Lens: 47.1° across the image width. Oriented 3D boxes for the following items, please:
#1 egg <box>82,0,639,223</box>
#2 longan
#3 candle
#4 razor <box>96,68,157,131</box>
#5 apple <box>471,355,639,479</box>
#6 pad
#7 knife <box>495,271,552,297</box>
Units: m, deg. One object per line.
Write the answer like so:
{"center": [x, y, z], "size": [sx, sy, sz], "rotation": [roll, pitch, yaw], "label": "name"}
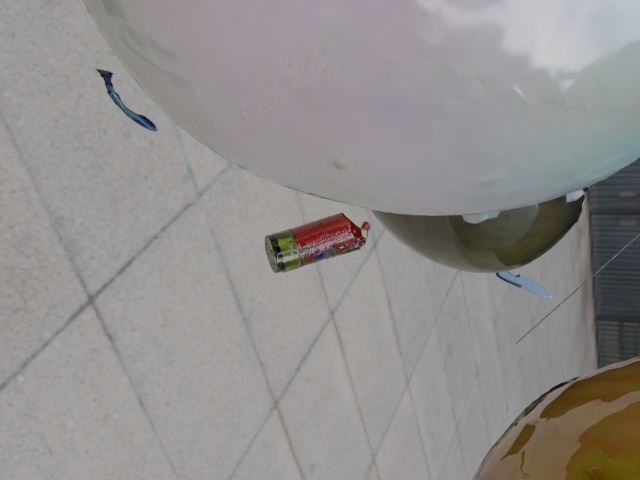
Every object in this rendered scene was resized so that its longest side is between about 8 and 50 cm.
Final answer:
{"center": [0.064, -0.168, 0.428], "size": [0.354, 0.340, 0.354], "rotation": [-27, 141, -24], "label": "egg"}
{"center": [0.193, -0.113, 0.959], "size": [0.319, 0.319, 0.319], "rotation": [-6, 96, -63], "label": "longan"}
{"center": [0.000, 0.000, 0.888], "size": [0.052, 0.131, 0.052], "rotation": [164, -90, -75], "label": "candle"}
{"center": [-0.339, -0.238, 1.290], "size": [0.028, 0.044, 0.154], "rotation": [-54, 137, -16], "label": "razor"}
{"center": [0.239, 0.180, 0.336], "size": [0.314, 0.309, 0.252], "rotation": [-26, 97, -32], "label": "apple"}
{"center": [0.354, 0.040, 0.940], "size": [0.266, 0.002, 0.176], "rotation": [-46, 164, 14], "label": "pad"}
{"center": [0.331, 0.070, 1.189], "size": [0.170, 0.010, 0.023], "rotation": [22, 68, -41], "label": "knife"}
